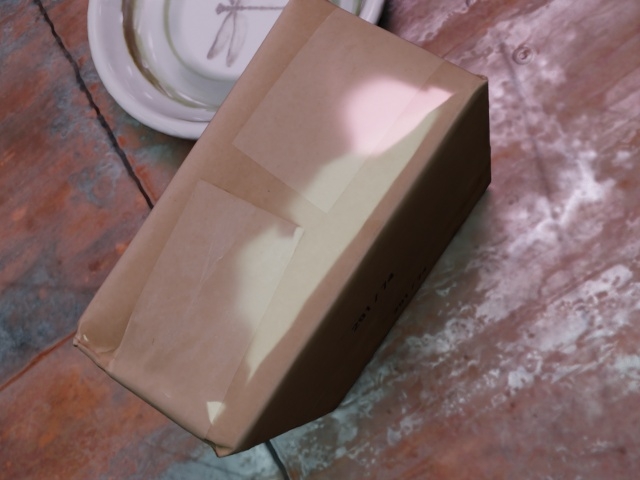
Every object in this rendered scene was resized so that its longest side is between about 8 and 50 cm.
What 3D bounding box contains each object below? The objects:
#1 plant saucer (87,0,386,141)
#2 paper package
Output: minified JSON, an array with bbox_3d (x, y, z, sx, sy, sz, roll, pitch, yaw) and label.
[{"bbox_3d":[-0.100,-0.304,0.765,0.400,0.100,0.400,-4,78,17],"label":"plant saucer"},{"bbox_3d":[0.000,0.000,0.558,0.168,0.309,0.325,33,91,18],"label":"paper package"}]
